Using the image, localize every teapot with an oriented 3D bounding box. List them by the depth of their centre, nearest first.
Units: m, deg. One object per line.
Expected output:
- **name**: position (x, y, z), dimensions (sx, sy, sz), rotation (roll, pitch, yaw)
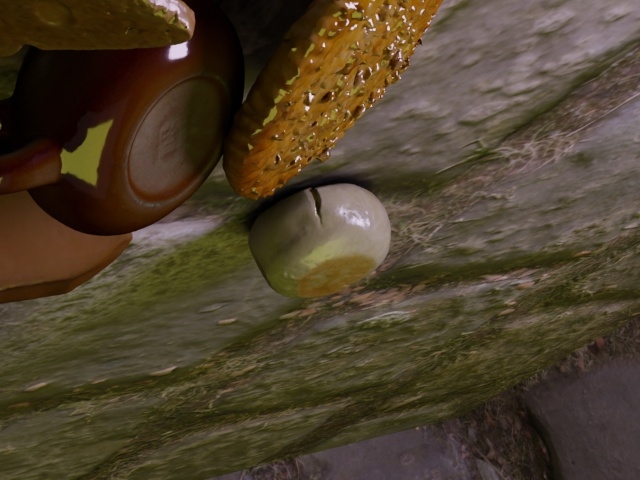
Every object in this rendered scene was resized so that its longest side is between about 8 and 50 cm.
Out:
- **teapot**: position (-0.153, -0.088, 0.744), dimensions (0.252, 0.135, 0.178), rotation (-28, 139, -44)

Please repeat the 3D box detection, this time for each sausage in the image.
- **sausage**: position (-0.256, -0.009, 0.877), dimensions (0.241, 0.120, 0.136), rotation (-7, -170, -30)

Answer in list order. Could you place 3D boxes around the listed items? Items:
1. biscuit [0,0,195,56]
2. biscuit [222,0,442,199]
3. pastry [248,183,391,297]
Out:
- **biscuit**: position (-0.190, -0.141, 0.606), dimensions (0.250, 0.035, 0.162), rotation (10, 165, -15)
- **biscuit**: position (0.021, -0.127, 0.817), dimensions (0.254, 0.035, 0.254), rotation (-47, 171, -10)
- **pastry**: position (0.000, 0.000, 1.230), dimensions (0.156, 0.092, 0.156), rotation (-21, 155, -10)
